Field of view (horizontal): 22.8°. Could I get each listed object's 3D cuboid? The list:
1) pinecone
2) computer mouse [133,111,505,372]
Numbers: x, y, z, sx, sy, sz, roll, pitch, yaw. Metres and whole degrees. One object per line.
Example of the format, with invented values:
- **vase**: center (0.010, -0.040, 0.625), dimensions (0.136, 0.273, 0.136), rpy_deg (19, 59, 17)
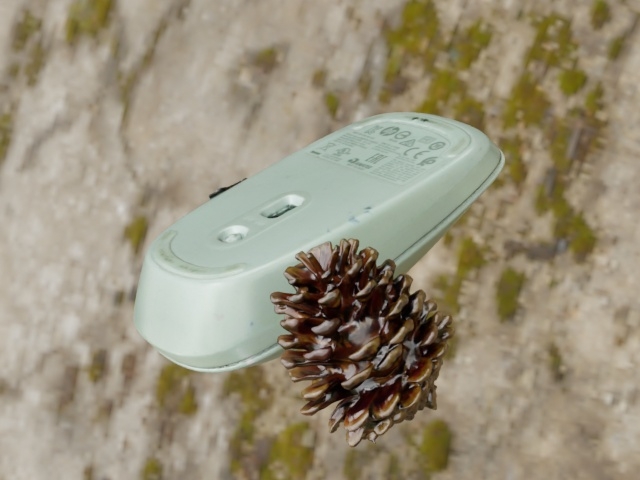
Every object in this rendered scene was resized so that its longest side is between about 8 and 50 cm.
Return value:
- **pinecone**: center (0.024, 0.051, 0.872), dimensions (0.102, 0.102, 0.109), rpy_deg (-6, 106, 53)
- **computer mouse**: center (0.001, 0.006, 1.130), dimensions (0.159, 0.288, 0.097), rpy_deg (20, 133, 53)
